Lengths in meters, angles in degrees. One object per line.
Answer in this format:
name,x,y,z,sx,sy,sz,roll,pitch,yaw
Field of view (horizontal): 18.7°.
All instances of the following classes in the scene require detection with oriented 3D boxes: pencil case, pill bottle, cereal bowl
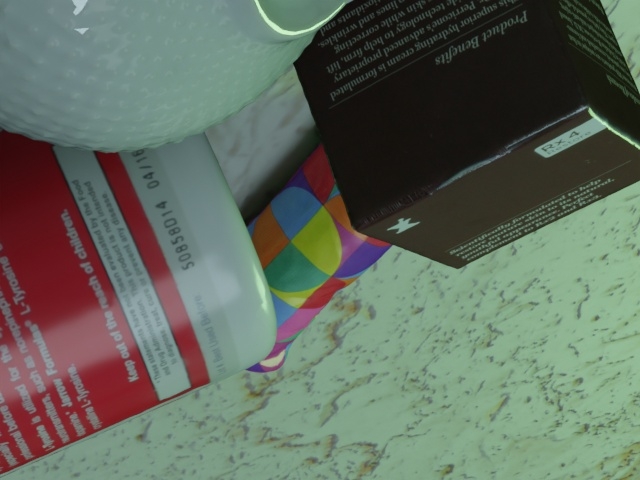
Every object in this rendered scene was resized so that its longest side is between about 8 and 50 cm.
pencil case,0.000,0.000,1.495,0.104,0.104,0.236,11,133,-48
pill bottle,-0.252,0.049,1.233,0.408,0.229,0.229,-24,149,-8
cereal bowl,-0.053,-0.196,0.947,0.339,0.141,0.339,-46,147,-43

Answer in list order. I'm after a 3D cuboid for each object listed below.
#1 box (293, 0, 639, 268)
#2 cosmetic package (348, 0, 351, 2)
box,0.091,-0.115,1.247,0.168,0.203,0.167,-26,160,20
cosmetic package,0.000,-0.191,1.153,0.239,0.098,0.060,-25,145,18
